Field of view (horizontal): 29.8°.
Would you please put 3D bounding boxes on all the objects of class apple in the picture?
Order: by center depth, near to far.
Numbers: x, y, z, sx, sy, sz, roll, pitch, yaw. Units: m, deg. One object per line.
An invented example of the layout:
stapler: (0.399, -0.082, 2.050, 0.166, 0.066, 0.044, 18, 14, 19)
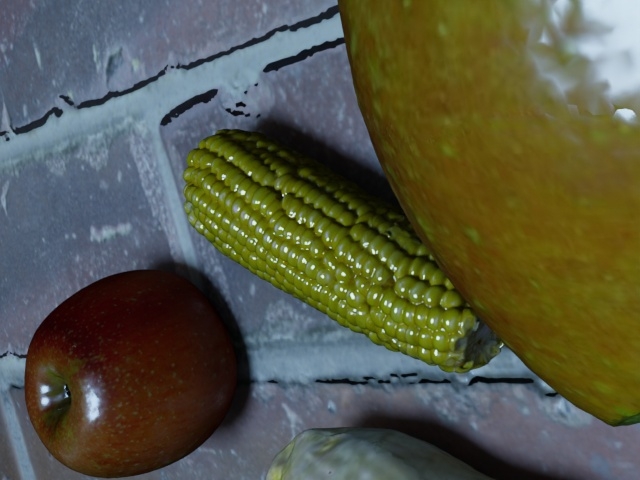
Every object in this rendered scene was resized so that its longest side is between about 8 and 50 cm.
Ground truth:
apple: (0.203, -0.099, 0.434, 0.374, 0.374, 0.384, 8, 140, 49)
apple: (-0.170, 0.116, 1.072, 0.181, 0.168, 0.180, 12, 106, 48)

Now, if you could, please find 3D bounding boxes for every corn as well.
corn: (0.000, 0.000, 0.871, 0.310, 0.101, 0.101, 34, 128, 39)

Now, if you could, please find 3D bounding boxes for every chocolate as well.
chocolate: (0.086, 0.214, 0.838, 0.309, 0.134, 0.134, 16, 117, 43)
